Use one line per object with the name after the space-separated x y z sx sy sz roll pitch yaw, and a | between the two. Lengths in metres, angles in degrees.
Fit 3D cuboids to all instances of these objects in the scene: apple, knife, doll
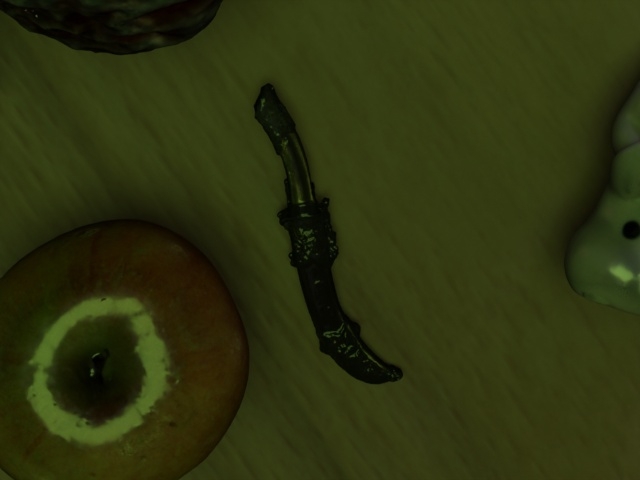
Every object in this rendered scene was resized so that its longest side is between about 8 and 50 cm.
-0.134 0.077 0.950 0.183 0.155 0.182 0 89 1 | apple
-0.006 0.003 0.997 0.046 0.021 0.222 -21 107 5 | knife
0.224 -0.030 0.947 0.110 0.107 0.180 19 105 15 | doll

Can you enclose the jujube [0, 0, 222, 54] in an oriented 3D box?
-0.169 -0.247 0.839 0.317 0.226 0.226 32 101 -6 | jujube
